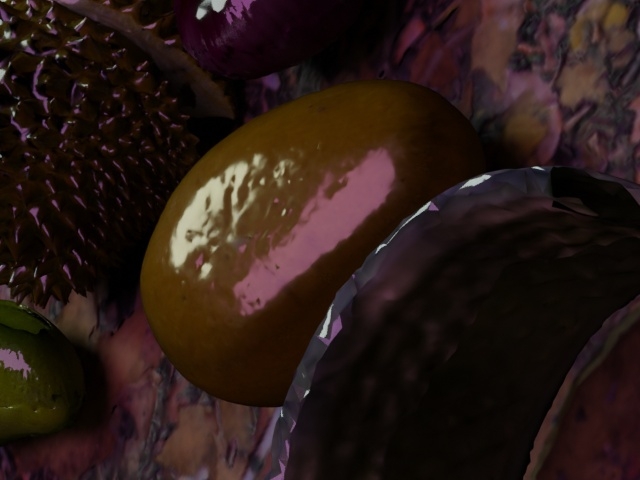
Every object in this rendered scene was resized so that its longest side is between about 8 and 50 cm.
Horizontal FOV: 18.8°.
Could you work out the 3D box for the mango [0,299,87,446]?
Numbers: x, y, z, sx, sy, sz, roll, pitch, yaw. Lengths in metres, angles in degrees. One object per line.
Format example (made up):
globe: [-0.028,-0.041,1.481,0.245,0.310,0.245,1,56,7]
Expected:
mango: [-0.192,0.079,1.120,0.165,0.074,0.091,8,93,38]

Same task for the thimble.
thimble: [0.109,0.110,0.670,0.271,0.150,0.271,-20,64,47]

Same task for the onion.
onion: [-0.029,-0.134,0.959,0.115,0.104,0.115,-32,40,31]

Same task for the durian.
durian: [-0.167,-0.058,1.078,0.237,0.137,0.193,-48,45,32]

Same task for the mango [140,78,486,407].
mango: [0.000,0.000,0.889,0.195,0.098,0.137,-26,56,36]
